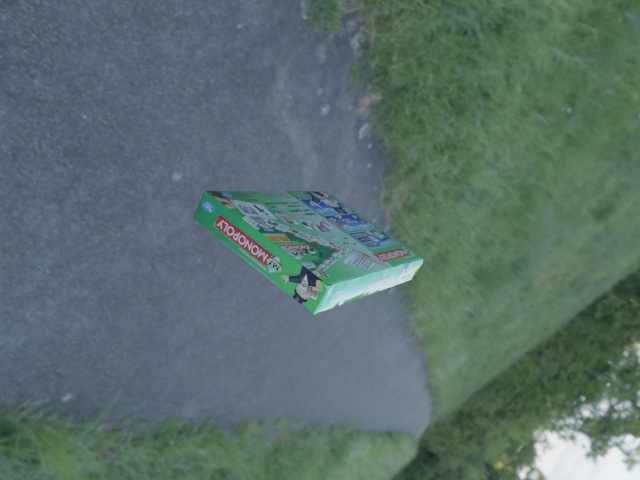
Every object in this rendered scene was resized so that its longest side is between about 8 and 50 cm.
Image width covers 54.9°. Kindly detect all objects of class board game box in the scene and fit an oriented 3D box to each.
[{"bbox_3d":[0.000,0.000,0.881,0.317,0.213,0.046,-7,130,-60],"label":"board game box"}]

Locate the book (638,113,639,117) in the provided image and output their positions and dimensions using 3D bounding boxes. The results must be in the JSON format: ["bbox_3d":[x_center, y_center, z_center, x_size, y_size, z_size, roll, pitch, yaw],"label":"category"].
[{"bbox_3d":[0.737,-0.300,1.273,0.144,0.035,0.096,-38,173,16],"label":"book"}]
